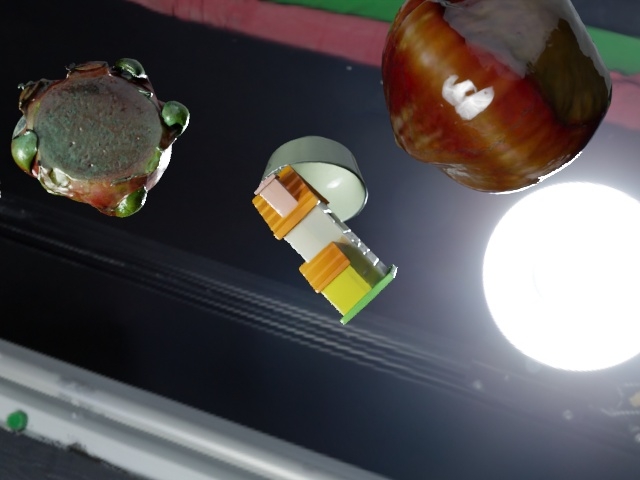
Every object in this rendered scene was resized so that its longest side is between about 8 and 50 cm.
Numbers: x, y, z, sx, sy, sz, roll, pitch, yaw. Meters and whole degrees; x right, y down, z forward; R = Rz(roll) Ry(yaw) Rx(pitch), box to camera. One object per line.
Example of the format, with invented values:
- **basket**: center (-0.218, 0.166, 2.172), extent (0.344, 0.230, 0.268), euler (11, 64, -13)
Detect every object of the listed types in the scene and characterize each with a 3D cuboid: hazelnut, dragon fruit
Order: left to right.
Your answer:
- **dragon fruit**: center (-0.369, -0.180, 1.329), extent (0.296, 0.130, 0.268), euler (-4, -105, -5)
- **hazelnut**: center (0.156, -0.159, 0.763), extent (0.230, 0.229, 0.229), euler (3, -136, -3)

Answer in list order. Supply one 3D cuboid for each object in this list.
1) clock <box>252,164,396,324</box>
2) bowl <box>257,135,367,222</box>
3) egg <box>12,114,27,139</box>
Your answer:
- **clock**: center (0.000, 0.000, 1.292), extent (0.106, 0.220, 0.255), euler (-45, -94, 6)
- **bowl**: center (-0.015, -0.124, 1.504), extent (0.212, 0.211, 0.112), euler (3, -126, -3)
- **egg**: center (-0.539, -0.206, 1.554), extent (0.132, 0.132, 0.172), euler (19, -90, 14)
